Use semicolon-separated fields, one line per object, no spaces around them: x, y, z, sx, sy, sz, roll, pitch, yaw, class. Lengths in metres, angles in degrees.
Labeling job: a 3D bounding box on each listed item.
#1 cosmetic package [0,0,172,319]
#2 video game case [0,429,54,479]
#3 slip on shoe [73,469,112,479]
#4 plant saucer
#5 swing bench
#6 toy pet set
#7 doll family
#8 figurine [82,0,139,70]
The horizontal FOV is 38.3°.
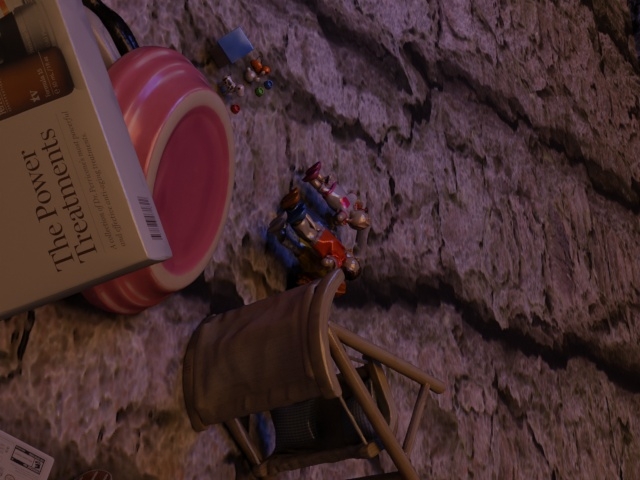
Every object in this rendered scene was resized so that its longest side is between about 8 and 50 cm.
-0.353;-0.108;0.944;0.097;0.284;0.377;0;70;-83;cosmetic package
-0.369;0.262;0.962;0.157;0.019;0.143;40;47;-32;video game case
-0.274;0.318;1.031;0.135;0.051;0.041;-69;165;-50;slip on shoe
-0.191;-0.068;1.135;0.332;0.084;0.332;12;90;-73;plant saucer
-0.021;0.200;1.208;0.255;0.253;0.165;47;43;-24;swing bench
-0.115;-0.282;1.474;0.114;0.065;0.122;57;40;-14;toy pet set
0.000;0.000;1.462;0.163;0.118;0.263;47;25;-15;doll family
-0.302;-0.278;1.158;0.215;0.092;0.209;-87;154;-78;figurine
